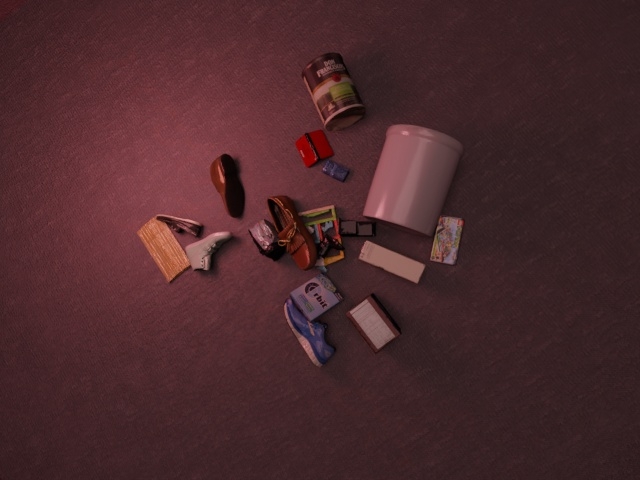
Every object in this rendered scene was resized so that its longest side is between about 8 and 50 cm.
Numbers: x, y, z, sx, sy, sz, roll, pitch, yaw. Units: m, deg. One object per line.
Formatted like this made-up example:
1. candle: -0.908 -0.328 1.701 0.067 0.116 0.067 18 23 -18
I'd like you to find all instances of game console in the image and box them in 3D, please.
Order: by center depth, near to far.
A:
1. game console: -0.030 -0.433 2.000 0.124 0.085 0.143 -32 79 37

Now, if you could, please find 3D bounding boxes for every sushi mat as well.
1. sushi mat: -0.768 0.036 2.083 0.152 0.019 0.316 -37 80 6

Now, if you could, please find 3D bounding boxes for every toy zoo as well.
1. toy zoo: 0.000 0.000 1.943 0.193 0.030 0.292 -13 83 12

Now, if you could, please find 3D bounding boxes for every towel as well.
1. towel: 0.069 -0.322 1.966 0.120 0.029 0.067 29 91 10

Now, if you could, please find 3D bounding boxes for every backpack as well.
1. backpack: -0.245 -0.006 1.946 0.115 0.152 0.182 -37 68 0

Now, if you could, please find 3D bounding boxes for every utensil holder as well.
1. utensil holder: 0.376 -0.237 1.764 0.328 0.327 0.384 19 92 11

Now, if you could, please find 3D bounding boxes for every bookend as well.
1. bookend: 0.161 -0.058 1.863 0.157 0.157 0.072 0 86 10

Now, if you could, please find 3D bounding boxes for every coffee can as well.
1. coffee can: 0.059 -0.664 1.910 0.202 0.201 0.275 -24 82 7

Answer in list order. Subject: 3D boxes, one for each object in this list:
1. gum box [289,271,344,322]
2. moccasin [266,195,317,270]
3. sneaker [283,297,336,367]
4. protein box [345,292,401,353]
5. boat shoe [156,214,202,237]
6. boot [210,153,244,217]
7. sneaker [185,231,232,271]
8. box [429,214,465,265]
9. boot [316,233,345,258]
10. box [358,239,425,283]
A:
1. gum box: -0.016 0.250 1.875 0.185 0.041 0.157 -30 70 -24
2. moccasin: -0.132 -0.038 1.883 0.139 0.147 0.379 -33 72 35
3. sneaker: -0.050 0.391 1.893 0.147 0.130 0.329 -34 84 -9
4. protein box: 0.227 0.344 1.795 0.136 0.200 0.201 -38 80 5
5. boat shoe: -0.692 -0.076 2.047 0.233 0.084 0.078 15 88 8
6. boot: -0.451 -0.251 2.031 0.115 0.112 0.304 -15 87 38
7. sneaker: -0.508 0.059 1.998 0.256 0.094 0.150 -24 76 17
8. box: 0.553 -0.002 1.853 0.114 0.036 0.206 11 87 10
9. boot: 0.037 0.038 1.892 0.121 0.045 0.099 37 92 20
10. box: 0.311 0.094 1.849 0.276 0.113 0.094 23 90 12
